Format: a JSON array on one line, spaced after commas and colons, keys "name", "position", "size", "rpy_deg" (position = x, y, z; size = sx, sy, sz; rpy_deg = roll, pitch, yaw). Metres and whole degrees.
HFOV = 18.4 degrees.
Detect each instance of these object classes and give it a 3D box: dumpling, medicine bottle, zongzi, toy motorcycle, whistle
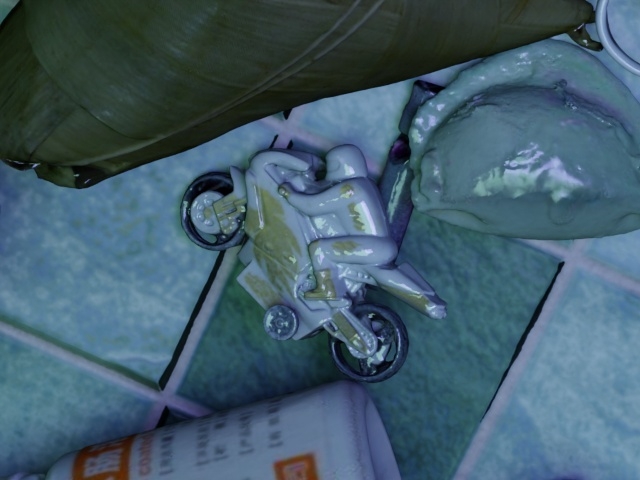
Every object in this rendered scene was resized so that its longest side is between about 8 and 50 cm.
[{"name": "dumpling", "position": [0.175, -0.071, 1.499], "size": [0.217, 0.105, 0.149], "rpy_deg": [8, 105, 0]}, {"name": "medicine bottle", "position": [-0.119, 0.250, 1.548], "size": [0.371, 0.211, 0.211], "rpy_deg": [-15, 104, 6]}, {"name": "zongzi", "position": [-0.066, -0.123, 1.498], "size": [0.418, 0.181, 0.447], "rpy_deg": [21, 134, -36]}, {"name": "toy motorcycle", "position": [0.000, 0.000, 1.530], "size": [0.229, 0.074, 0.151], "rpy_deg": [41, 103, 17]}, {"name": "whistle", "position": [0.061, -0.042, 1.551], "size": [0.033, 0.033, 0.176], "rpy_deg": [17, 105, -2]}]

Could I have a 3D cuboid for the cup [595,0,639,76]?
[{"name": "cup", "position": [0.276, -0.193, 1.474], "size": [0.133, 0.099, 0.136], "rpy_deg": [37, 133, -7]}]
